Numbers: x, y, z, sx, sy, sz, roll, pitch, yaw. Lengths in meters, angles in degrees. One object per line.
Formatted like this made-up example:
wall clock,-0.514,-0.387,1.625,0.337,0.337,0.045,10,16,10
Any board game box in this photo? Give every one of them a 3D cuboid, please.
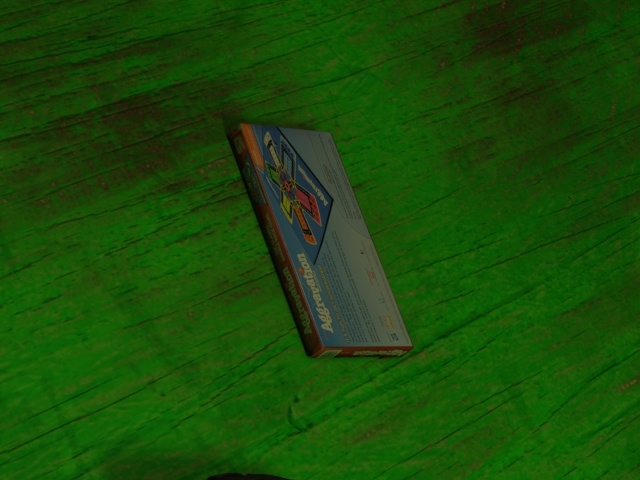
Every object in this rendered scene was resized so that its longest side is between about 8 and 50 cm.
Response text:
board game box,0.000,0.000,2.172,0.145,0.027,0.281,4,58,-45

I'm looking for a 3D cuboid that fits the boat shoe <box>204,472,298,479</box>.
boat shoe,-0.022,0.280,1.852,0.340,0.113,0.127,20,47,-34
